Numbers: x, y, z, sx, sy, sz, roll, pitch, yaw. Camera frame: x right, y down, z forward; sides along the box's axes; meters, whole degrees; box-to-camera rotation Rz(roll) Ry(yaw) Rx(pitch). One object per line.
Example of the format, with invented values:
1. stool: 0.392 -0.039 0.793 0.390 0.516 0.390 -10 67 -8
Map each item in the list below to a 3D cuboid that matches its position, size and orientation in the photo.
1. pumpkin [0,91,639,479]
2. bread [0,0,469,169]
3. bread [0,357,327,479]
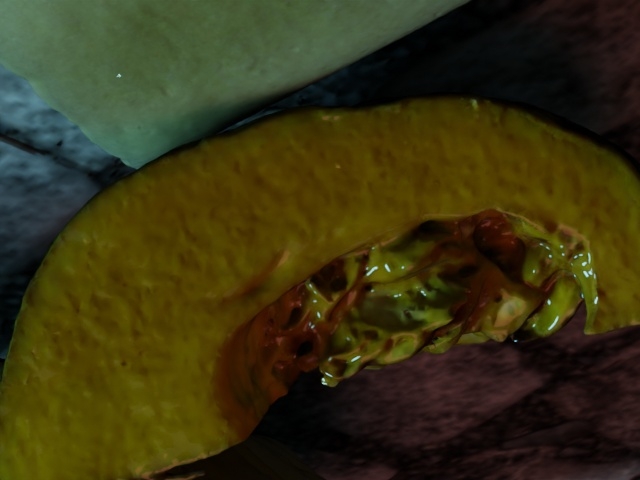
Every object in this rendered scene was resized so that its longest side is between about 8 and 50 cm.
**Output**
1. pumpkin: -0.004 -0.003 0.641 0.278 0.111 0.163 -17 -169 -12
2. bread: -0.023 -0.102 0.534 0.178 0.060 0.139 -24 144 17
3. bread: -0.120 0.168 0.714 0.388 0.183 0.236 3 137 -50
